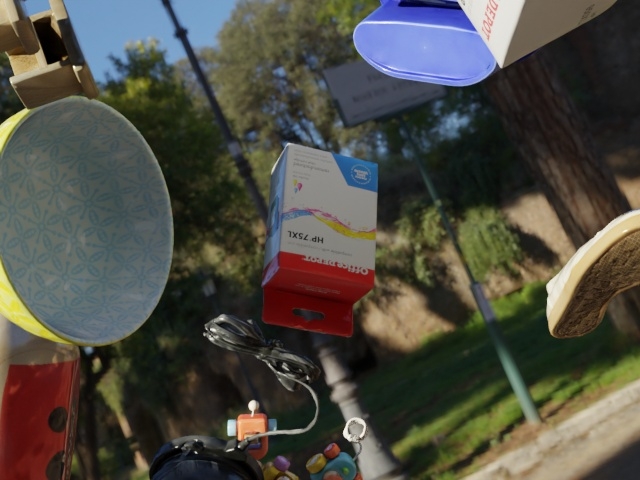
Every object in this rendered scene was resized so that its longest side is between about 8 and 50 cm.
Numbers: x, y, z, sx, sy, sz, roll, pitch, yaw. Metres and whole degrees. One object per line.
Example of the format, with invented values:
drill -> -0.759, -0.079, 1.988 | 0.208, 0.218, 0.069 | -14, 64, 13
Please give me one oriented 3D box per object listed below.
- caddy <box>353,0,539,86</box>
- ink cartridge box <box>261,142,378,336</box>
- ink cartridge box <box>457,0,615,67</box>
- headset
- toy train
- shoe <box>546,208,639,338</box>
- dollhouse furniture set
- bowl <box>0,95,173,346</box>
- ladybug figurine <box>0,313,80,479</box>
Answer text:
caddy -> 0.198, -0.378, 1.387 | 0.341, 0.241, 0.179 | 18, 44, 39
ink cartridge box -> 0.000, 0.000, 1.188 | 0.134, 0.231, 0.078 | 11, -27, -17
ink cartridge box -> 0.179, -0.429, 0.989 | 0.166, 0.395, 0.285 | -31, -10, -1
headset -> -0.137, 0.274, 0.930 | 0.394, 0.185, 0.243 | -56, 17, 3
toy train -> -0.027, 0.254, 1.048 | 0.166, 0.125, 0.046 | 3, 12, -4
shoe -> 0.266, 0.024, 0.865 | 0.076, 0.058, 0.219 | 2, -31, -9
dollhouse furniture set -> -0.163, -0.193, 0.507 | 0.101, 0.161, 0.182 | -21, -19, -8
bowl -> -0.323, -0.017, 1.061 | 0.156, 0.289, 0.289 | -5, 4, 29
ladybug figurine -> -0.511, 0.325, 1.557 | 0.162, 0.449, 0.305 | 6, 2, -8
